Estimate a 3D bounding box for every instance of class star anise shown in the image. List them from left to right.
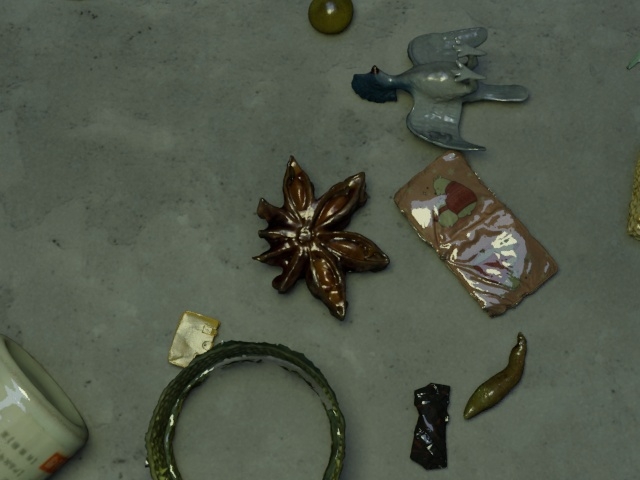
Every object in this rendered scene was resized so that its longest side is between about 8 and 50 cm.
[{"bbox_3d":[0.002,-0.007,1.517,0.214,0.099,0.220,27,73,-5],"label":"star anise"}]

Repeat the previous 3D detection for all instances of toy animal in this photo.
[{"bbox_3d":[0.189,-0.246,1.571,0.255,0.176,0.239,17,66,-20],"label":"toy animal"}]

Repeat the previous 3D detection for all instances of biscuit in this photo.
[{"bbox_3d":[0.512,-0.076,1.527,0.082,0.070,0.168,10,78,13],"label":"biscuit"}]

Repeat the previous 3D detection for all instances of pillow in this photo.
[{"bbox_3d":[0.231,-0.010,1.529,0.135,0.049,0.248,-39,81,-9],"label":"pillow"}]

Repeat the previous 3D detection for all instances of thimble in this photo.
[{"bbox_3d":[-0.096,0.276,1.406,0.270,0.150,0.271,0,79,0],"label":"thimble"}]

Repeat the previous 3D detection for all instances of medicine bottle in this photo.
[{"bbox_3d":[-0.522,0.319,1.386,0.371,0.211,0.211,-41,78,-9],"label":"medicine bottle"}]

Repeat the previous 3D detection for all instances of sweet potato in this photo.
[{"bbox_3d":[0.262,0.205,1.477,0.041,0.038,0.153,43,78,-11],"label":"sweet potato"}]

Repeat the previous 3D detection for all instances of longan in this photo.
[{"bbox_3d":[0.015,-0.369,1.627,0.075,0.075,0.083,-29,35,-5],"label":"longan"}]

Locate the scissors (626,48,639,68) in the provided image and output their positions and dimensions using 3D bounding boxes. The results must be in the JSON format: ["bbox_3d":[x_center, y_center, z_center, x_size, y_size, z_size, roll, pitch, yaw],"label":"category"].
[{"bbox_3d":[0.580,-0.361,1.625,0.144,0.017,0.248,27,79,9],"label":"scissors"}]

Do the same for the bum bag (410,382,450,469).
[{"bbox_3d":[0.159,0.268,1.464,0.057,0.034,0.124,7,76,-5],"label":"bum bag"}]

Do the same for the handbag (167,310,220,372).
[{"bbox_3d":[-0.189,0.151,1.513,0.061,0.027,0.083,16,81,2],"label":"handbag"}]
